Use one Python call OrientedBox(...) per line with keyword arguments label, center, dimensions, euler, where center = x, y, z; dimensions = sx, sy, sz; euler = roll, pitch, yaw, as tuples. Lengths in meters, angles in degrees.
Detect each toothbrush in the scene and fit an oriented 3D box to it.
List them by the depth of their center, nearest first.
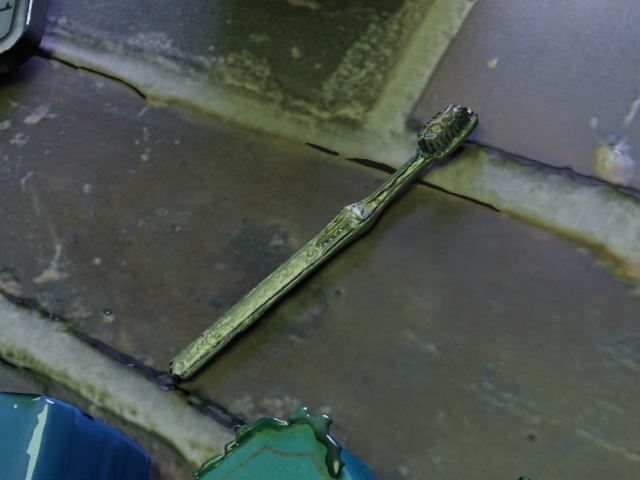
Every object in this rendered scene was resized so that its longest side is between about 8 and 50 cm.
OrientedBox(label="toothbrush", center=(0.002, 0.003, 0.673), dimensions=(0.294, 0.028, 0.026), euler=(-43, 54, 2))

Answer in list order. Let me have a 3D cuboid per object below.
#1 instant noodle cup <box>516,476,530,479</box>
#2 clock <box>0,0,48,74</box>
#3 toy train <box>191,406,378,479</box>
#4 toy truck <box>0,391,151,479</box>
OrientedBox(label="instant noodle cup", center=(0.181, 0.221, 0.385), dimensions=(0.233, 0.207, 0.207), euler=(6, 65, 18))
OrientedBox(label="clock", center=(-0.395, -0.260, 0.966), dimensions=(0.279, 0.049, 0.273), euler=(-10, 60, 17))
OrientedBox(label="toy train", center=(-0.030, 0.208, 0.523), dimensions=(0.203, 0.112, 0.163), euler=(-37, 49, -1))
OrientedBox(label="toy truck", center=(-0.313, 0.179, 0.621), dimensions=(0.385, 0.162, 0.161), euler=(-3, 62, 22))
